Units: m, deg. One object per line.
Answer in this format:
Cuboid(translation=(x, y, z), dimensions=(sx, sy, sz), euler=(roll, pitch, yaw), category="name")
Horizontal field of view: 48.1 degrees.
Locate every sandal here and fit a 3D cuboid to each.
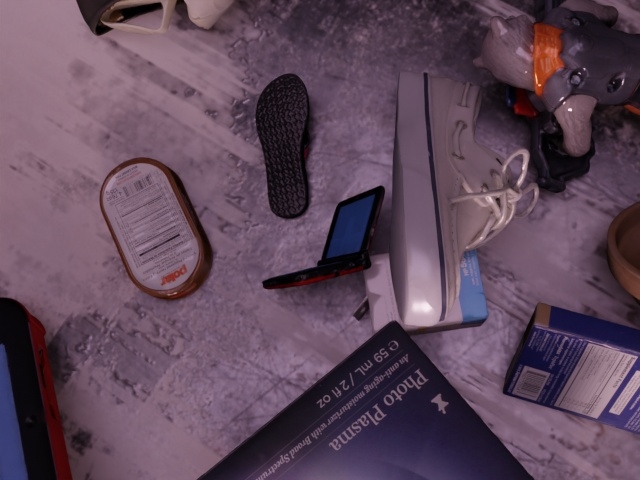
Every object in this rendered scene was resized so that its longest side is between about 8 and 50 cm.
Cuboid(translation=(-0.043, -0.117, 0.899), dimensions=(0.067, 0.040, 0.179), euler=(-1, 93, 13), category="sandal")

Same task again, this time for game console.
Cuboid(translation=(-0.439, 0.278, 0.793), dimensions=(0.342, 0.060, 0.386), euler=(-27, 55, 1), category="game console")
Cuboid(translation=(0.000, 0.000, 0.803), dimensions=(0.124, 0.144, 0.085), euler=(-13, 88, -20), category="game console")

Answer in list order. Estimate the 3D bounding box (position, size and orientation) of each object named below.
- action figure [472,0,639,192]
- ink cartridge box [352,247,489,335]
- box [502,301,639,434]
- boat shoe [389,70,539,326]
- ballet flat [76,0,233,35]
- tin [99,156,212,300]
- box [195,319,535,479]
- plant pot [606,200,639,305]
Cuboid(translation=(0.338, -0.238, 0.805), dimensions=(0.330, 0.178, 0.341), euler=(-4, 80, -3), category="action figure")
Cuboid(translation=(0.107, 0.060, 0.811), dimensions=(0.143, 0.092, 0.089), euler=(-9, 77, 5), category="ink cartridge box")
Cuboid(translation=(0.318, 0.147, 0.747), dimensions=(0.225, 0.136, 0.036), euler=(17, 48, 11), category="box")
Cuboid(translation=(0.154, -0.057, 0.752), dimensions=(0.157, 0.135, 0.367), euler=(3, 39, 4), category="boat shoe")
Cuboid(translation=(-0.185, -0.319, 0.934), dimensions=(0.280, 0.095, 0.096), euler=(-6, 87, 16), category="ballet flat")
Cuboid(translation=(-0.208, -0.016, 0.898), dimensions=(0.106, 0.040, 0.189), euler=(-29, 77, 5), category="tin")
Cuboid(translation=(0.051, 0.291, 0.697), dimensions=(0.296, 0.182, 0.294), euler=(-38, 75, -13), category="box")
Cuboid(translation=(0.422, 0.041, 0.741), dimensions=(0.237, 0.237, 0.109), euler=(-10, 118, 5), category="plant pot")
